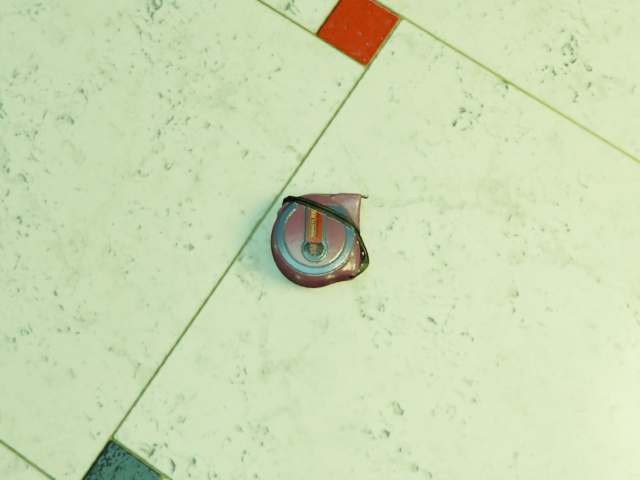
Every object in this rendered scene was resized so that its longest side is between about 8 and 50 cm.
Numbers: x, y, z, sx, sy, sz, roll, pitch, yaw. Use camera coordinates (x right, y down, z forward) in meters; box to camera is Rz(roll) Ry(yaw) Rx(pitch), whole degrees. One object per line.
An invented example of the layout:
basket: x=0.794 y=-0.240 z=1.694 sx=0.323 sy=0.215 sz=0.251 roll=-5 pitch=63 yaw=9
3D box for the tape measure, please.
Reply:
tape measure: x=0.000 y=0.000 z=1.595 sx=0.125 sy=0.074 sz=0.118 roll=3 pitch=73 yaw=0
